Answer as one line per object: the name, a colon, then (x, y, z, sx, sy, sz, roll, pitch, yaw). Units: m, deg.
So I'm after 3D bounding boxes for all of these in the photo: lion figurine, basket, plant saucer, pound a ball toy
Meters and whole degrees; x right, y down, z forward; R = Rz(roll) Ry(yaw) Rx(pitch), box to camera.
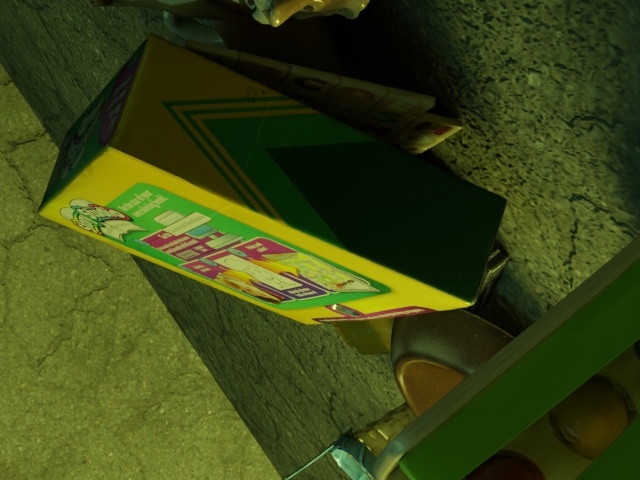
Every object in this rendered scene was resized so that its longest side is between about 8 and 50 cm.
lion figurine: (-0.048, -0.185, 0.940, 0.240, 0.142, 0.392, 9, 167, 11)
basket: (0.094, 0.341, 1.337, 0.254, 0.289, 0.201, 52, 163, 8)
plant saucer: (0.183, 0.190, 1.140, 0.311, 0.050, 0.310, 39, 159, 18)
pound a ball toy: (0.182, 0.142, 0.653, 0.208, 0.319, 0.135, 48, 163, 15)

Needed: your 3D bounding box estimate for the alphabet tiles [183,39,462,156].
alphabet tiles: (-0.011, -0.108, 0.924, 0.237, 0.009, 0.198, 11, 169, -14)

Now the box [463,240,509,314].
box: (0.107, -0.011, 1.049, 0.162, 0.029, 0.116, 46, 162, 18)

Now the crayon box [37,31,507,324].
crayon box: (-0.067, -0.031, 0.983, 0.313, 0.106, 0.363, 24, 165, -18)

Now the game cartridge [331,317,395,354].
game cartridge: (0.000, 0.000, 1.317, 0.323, 0.053, 0.285, 54, 163, -3)
